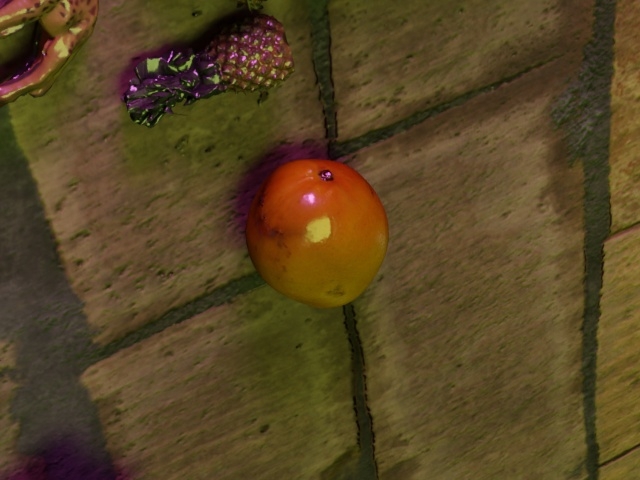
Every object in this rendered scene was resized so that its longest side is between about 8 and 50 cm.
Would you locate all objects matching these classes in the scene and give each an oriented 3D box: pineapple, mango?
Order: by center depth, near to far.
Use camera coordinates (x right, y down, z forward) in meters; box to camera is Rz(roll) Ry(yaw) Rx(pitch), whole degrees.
[{"bbox_3d":[-0.105,-0.152,1.572,0.159,0.074,0.074,-22,137,-8],"label":"pineapple"},{"bbox_3d":[0.000,0.000,1.755,0.145,0.112,0.219,-34,150,-5],"label":"mango"}]

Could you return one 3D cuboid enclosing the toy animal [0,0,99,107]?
[{"bbox_3d":[-0.230,-0.222,1.424,0.149,0.054,0.275,16,119,-40],"label":"toy animal"}]

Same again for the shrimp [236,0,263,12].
[{"bbox_3d":[-0.044,-0.241,1.494,0.124,0.034,0.178,-12,166,13],"label":"shrimp"}]
